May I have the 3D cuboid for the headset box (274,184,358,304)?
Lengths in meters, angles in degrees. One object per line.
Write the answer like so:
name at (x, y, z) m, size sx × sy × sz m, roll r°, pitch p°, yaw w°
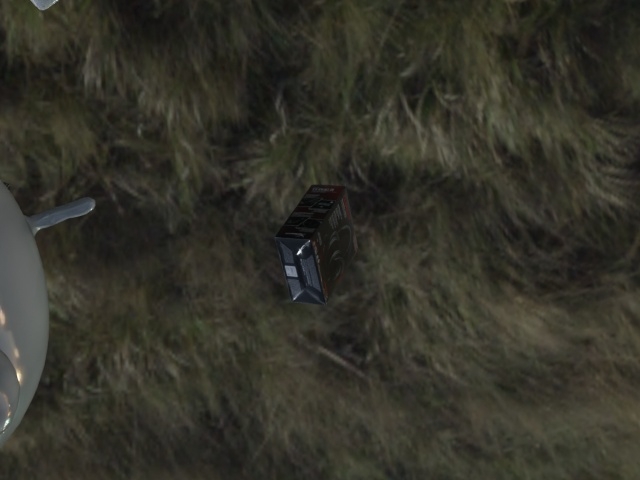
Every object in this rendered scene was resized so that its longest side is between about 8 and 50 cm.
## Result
headset box at (0.000, 0.000, 0.769) m, size 0.032 × 0.083 × 0.062 m, roll 5°, pitch 126°, yaw 25°

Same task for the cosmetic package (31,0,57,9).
cosmetic package at (-0.178, -0.298, 0.629) m, size 0.197 × 0.365 × 0.155 m, roll -35°, pitch 128°, yaw -11°

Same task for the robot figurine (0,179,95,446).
robot figurine at (-0.260, 0.056, 0.406) m, size 0.300 × 0.353 × 0.200 m, roll 12°, pitch 122°, yaw 34°

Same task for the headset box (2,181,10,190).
headset box at (-0.396, 0.059, 0.783) m, size 0.283 × 0.131 × 0.246 m, roll 12°, pitch 105°, yaw -8°
